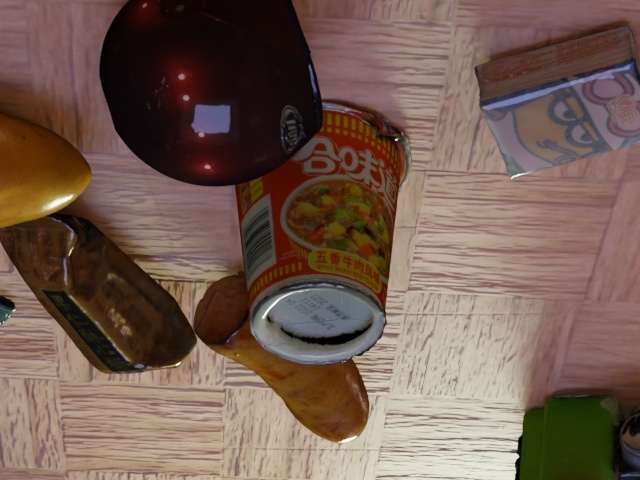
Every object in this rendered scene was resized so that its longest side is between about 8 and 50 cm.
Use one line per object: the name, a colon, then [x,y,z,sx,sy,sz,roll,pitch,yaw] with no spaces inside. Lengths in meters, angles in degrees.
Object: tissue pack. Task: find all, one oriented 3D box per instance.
tissue pack: [0.237,-0.132,1.579,0.155,0.065,0.115,-15,139,16]

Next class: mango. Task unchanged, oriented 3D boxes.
mango: [-0.350,-0.070,1.611,0.252,0.126,0.154,5,151,-7]

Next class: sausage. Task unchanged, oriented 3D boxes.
sausage: [-0.031,0.136,1.867,0.109,0.109,0.270,-22,134,24]

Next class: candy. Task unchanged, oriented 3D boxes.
candy: [-0.247,0.047,1.765,0.143,0.101,0.271,-3,139,42]

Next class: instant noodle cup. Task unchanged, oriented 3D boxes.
instant noodle cup: [0.000,0.000,1.621,0.193,0.212,0.193,0,139,0]

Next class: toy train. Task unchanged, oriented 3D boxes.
toy train: [0.365,0.311,2.026,0.249,0.173,0.307,-2,140,17]

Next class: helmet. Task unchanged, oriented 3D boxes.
helmet: [-0.097,-0.146,1.493,0.216,0.193,0.189,21,146,22]

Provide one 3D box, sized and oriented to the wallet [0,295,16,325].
wallet: [-0.412,0.088,1.870,0.088,0.026,0.129,27,132,-33]
